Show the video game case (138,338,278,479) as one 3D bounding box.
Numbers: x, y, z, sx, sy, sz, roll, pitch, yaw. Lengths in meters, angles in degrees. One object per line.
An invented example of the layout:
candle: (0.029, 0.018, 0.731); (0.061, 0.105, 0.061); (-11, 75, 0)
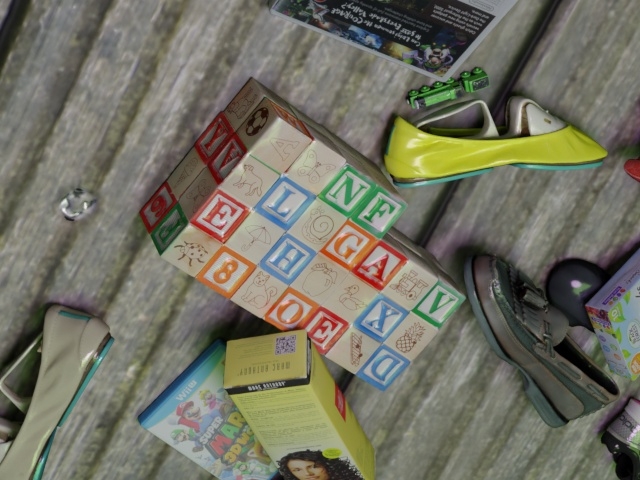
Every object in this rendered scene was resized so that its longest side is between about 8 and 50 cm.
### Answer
video game case: (-0.088, 0.184, 1.750); (0.119, 0.015, 0.166); (-45, 124, 8)

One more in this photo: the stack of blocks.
stack of blocks: (0.000, 0.000, 1.632); (0.297, 0.087, 0.171); (34, 103, -33)

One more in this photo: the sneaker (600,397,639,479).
sneaker: (0.373, 0.254, 1.941); (0.075, 0.063, 0.170); (-38, 120, 3)

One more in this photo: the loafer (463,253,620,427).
loafer: (0.230, 0.094, 1.763); (0.084, 0.096, 0.267); (-16, 137, 21)

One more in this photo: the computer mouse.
computer mouse: (0.328, 0.094, 1.842); (0.242, 0.041, 0.071); (33, 102, -33)

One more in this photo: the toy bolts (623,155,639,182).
toy bolts: (0.418, -0.030, 1.692); (0.158, 0.228, 0.218); (47, 65, -48)

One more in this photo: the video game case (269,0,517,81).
video game case: (0.077, -0.229, 1.516); (0.190, 0.022, 0.173); (19, 137, -24)

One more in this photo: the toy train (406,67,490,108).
toy train: (0.123, -0.143, 1.634); (0.083, 0.024, 0.017); (-20, 124, -10)

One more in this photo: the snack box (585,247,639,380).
snack box: (0.346, 0.064, 1.801); (0.141, 0.037, 0.100); (-42, 125, -23)

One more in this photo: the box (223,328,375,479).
box: (-0.016, 0.178, 1.686); (0.087, 0.058, 0.232); (-10, 140, 16)

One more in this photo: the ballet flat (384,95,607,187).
ballet flat: (0.172, -0.100, 1.654); (0.231, 0.077, 0.077); (-6, 104, -16)

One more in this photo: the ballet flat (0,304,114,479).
ballet flat: (-0.279, 0.169, 1.639); (0.086, 0.086, 0.248); (18, 109, -29)
